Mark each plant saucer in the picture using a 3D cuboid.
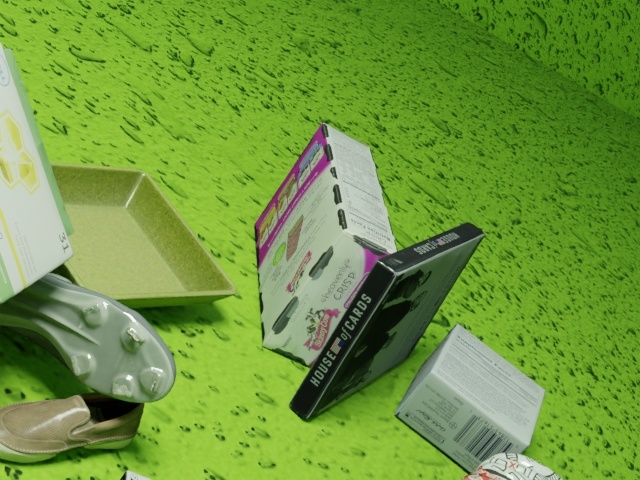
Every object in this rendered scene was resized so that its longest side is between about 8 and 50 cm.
[{"bbox_3d":[-0.200,0.003,1.060,0.188,0.045,0.188,0,42,-51],"label":"plant saucer"}]

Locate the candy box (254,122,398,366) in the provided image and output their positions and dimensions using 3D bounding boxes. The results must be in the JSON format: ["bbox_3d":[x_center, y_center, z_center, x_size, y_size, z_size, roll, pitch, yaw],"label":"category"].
[{"bbox_3d":[0.000,0.000,1.187,0.071,0.159,0.233,25,27,-20],"label":"candy box"}]

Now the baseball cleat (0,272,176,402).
[{"bbox_3d":[-0.193,0.061,0.889,0.206,0.072,0.109,29,6,11],"label":"baseball cleat"}]

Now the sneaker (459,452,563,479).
[{"bbox_3d":[0.239,0.307,1.033,0.270,0.090,0.145,39,27,13],"label":"sneaker"}]

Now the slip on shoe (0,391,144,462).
[{"bbox_3d":[-0.191,0.136,0.841,0.135,0.041,0.051,9,36,-45],"label":"slip on shoe"}]

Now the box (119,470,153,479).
[{"bbox_3d":[-0.095,0.258,0.755,0.114,0.036,0.207,26,26,-20],"label":"box"}]

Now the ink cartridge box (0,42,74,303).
[{"bbox_3d":[-0.232,-0.060,0.824,0.235,0.056,0.171,-52,127,-72],"label":"ink cartridge box"}]

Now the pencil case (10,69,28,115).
[{"bbox_3d":[-0.340,-0.030,0.795,0.160,0.167,0.386,29,25,-6],"label":"pencil case"}]

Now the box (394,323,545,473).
[{"bbox_3d":[0.163,0.173,1.193,0.126,0.072,0.137,38,25,4],"label":"box"}]

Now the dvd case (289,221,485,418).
[{"bbox_3d":[0.074,0.075,1.123,0.029,0.179,0.239,37,24,17],"label":"dvd case"}]
